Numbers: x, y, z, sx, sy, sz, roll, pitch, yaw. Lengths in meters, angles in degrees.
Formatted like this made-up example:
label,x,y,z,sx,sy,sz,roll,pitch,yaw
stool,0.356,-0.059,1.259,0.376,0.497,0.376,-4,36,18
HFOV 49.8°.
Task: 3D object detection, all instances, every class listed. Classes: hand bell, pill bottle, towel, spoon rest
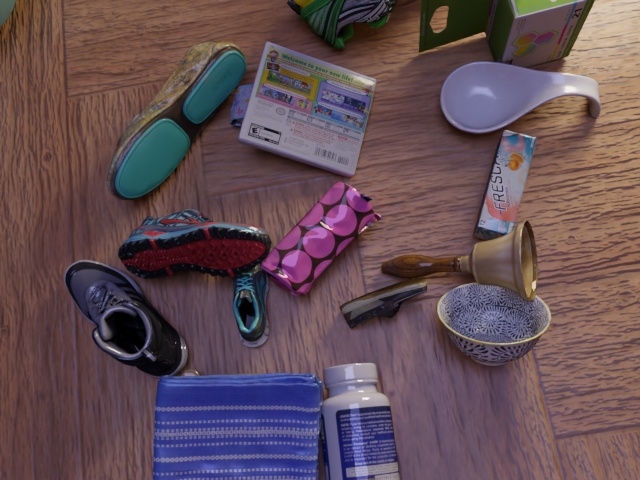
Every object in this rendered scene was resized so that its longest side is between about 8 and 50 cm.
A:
label,x,y,z,sx,sy,sz,roll,pitch,yaw
hand bell,0.213,0.040,1.109,0.242,0.126,0.126,-5,72,28
pill bottle,0.055,0.285,1.048,0.112,0.112,0.186,-7,73,3
towel,-0.118,0.358,0.992,0.243,0.040,0.335,2,88,-11
spoon rest,0.347,-0.251,1.194,0.277,0.084,0.137,-1,73,4

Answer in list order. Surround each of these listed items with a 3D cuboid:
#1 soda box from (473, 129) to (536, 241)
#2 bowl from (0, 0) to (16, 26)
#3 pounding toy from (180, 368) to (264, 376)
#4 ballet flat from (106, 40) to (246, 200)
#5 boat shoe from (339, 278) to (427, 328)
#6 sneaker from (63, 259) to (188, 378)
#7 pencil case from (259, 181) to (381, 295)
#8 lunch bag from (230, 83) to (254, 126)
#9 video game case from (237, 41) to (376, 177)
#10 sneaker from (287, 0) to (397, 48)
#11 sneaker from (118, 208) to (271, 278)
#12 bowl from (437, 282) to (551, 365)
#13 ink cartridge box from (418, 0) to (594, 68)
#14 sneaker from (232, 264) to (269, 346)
label,x,y,z,sx,sy,sz,roll,pitch,yaw
soda box,0.309,-0.088,1.159,0.058,0.063,0.183,15,75,8
bowl,-0.718,-0.500,1.329,0.312,0.163,0.311,-2,74,5
pounding toy,-0.152,0.277,1.079,0.206,0.094,0.181,40,81,14
ballet flat,-0.271,-0.222,1.240,0.123,0.123,0.348,35,80,14
boat shoe,0.107,0.102,1.121,0.152,0.056,0.049,-20,91,25
sneaker,-0.332,0.112,1.114,0.269,0.153,0.101,40,81,15
pencil case,0.000,0.000,1.152,0.098,0.095,0.209,44,84,-2
lunch bag,-0.123,-0.244,1.252,0.083,0.053,0.071,0,73,27
video game case,-0.020,-0.230,1.219,0.213,0.023,0.193,17,75,-11
sneaker,0.103,-0.465,1.190,0.146,0.344,0.134,46,47,-15
sneaker,-0.204,-0.014,1.153,0.262,0.104,0.125,-2,41,14
bowl,0.266,0.141,1.071,0.170,0.170,0.080,-2,117,5
ink cartridge box,0.305,-0.365,1.178,0.255,0.189,0.096,-16,74,2
sneaker,-0.118,0.089,1.141,0.065,0.076,0.166,-11,73,1
